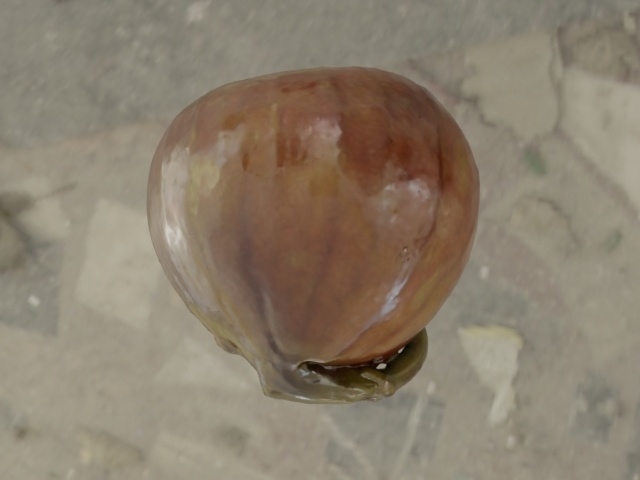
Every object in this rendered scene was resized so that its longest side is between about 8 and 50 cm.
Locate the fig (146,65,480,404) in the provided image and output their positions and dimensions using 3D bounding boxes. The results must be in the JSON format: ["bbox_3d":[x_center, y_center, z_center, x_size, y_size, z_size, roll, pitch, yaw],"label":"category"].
[{"bbox_3d":[-0.001,-0.001,1.005,0.205,0.205,0.205,6,121,11],"label":"fig"}]
